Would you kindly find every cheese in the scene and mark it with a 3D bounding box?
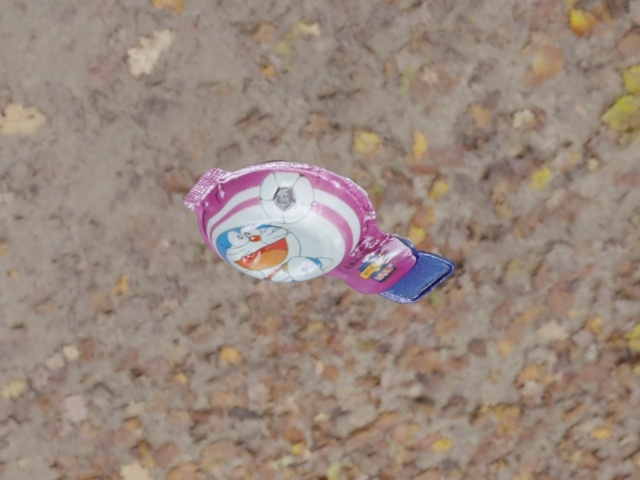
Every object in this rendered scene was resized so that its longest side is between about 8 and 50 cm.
[{"bbox_3d":[0.000,0.000,0.951,0.244,0.062,0.155,24,137,-25],"label":"cheese"}]
